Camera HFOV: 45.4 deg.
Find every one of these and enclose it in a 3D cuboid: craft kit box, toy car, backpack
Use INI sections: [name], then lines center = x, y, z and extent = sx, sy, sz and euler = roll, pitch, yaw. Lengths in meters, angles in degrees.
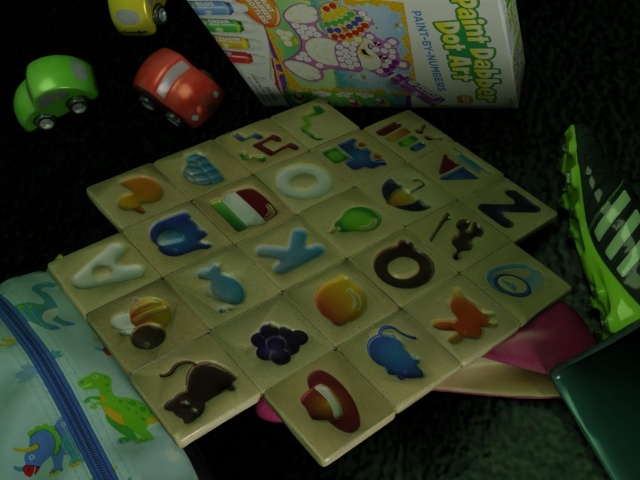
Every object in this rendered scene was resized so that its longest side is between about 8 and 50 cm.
[craft kit box]
center = 0.023, -0.188, 0.599
extent = 0.247, 0.250, 0.061
euler = 2, 69, 21
[toy car]
center = -0.232, -0.185, 0.799
extent = 0.225, 0.053, 0.239
euler = -25, 62, 8
[backpack]
center = -0.194, 0.181, 0.510
extent = 0.273, 0.290, 0.355
euler = -8, 48, -22

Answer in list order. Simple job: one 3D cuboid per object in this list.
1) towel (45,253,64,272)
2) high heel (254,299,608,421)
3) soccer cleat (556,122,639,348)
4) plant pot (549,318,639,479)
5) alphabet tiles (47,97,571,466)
[towel]
center = -0.301, 0.125, 0.711
extent = 0.237, 0.021, 0.102
euler = -44, 60, -2
[high heel]
center = 0.075, 0.104, 0.553
extent = 0.244, 0.082, 0.117
euler = -21, 52, -4
[soccer cleat]
center = 0.222, -0.006, 0.563
extent = 0.072, 0.060, 0.178
euler = -10, 71, 5
[plant pot]
center = 0.291, 0.080, 0.428
extent = 0.234, 0.165, 0.165
euler = -27, 73, -8
[alphabet tiles]
center = 0.000, 0.000, 0.555
extent = 0.343, 0.011, 0.285
euler = -27, 52, -30
